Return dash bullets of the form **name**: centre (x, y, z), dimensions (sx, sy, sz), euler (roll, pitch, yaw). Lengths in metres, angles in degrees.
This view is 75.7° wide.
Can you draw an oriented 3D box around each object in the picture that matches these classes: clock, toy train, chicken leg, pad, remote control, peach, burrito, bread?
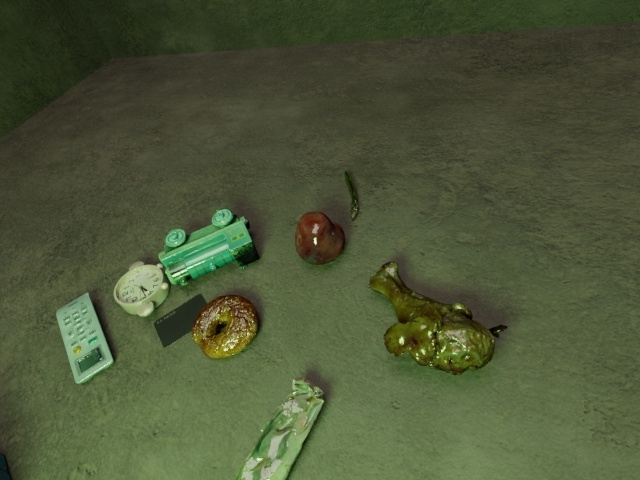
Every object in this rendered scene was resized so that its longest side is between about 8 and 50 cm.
- **clock**: centre (-0.538, 0.149, 1.253), dimensions (0.155, 0.063, 0.229), euler (-26, 48, -13)
- **toy train**: centre (-0.347, 0.028, 1.278), dimensions (0.297, 0.120, 0.194), euler (-25, 50, -8)
- **chicken leg**: centre (0.222, 0.188, 0.957), dimensions (0.211, 0.140, 0.361), euler (-19, 30, -33)
- **pad**: centre (-0.392, 0.225, 1.177), dimensions (0.157, 0.003, 0.112), euler (-33, 47, -16)
- **remote control**: centre (-0.675, 0.272, 1.180), dimensions (0.103, 0.051, 0.293), euler (-33, 51, -15)
- **peach**: centre (0.000, 0.000, 1.194), dimensions (0.151, 0.152, 0.152), euler (-8, 45, 8)
- **burrito**: centre (-0.090, 0.431, 0.850), dimensions (0.096, 0.066, 0.309), euler (17, 56, 26)
- **bread**: centre (-0.254, 0.224, 1.099), dimensions (0.193, 0.064, 0.193), euler (-9, 48, 10)

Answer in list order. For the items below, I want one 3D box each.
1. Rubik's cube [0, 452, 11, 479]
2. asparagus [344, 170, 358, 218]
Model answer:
- **Rubik's cube**: centre (-0.797, 0.555, 0.795), dimensions (0.253, 0.259, 0.256), euler (-39, 49, -24)
- **asparagus**: centre (0.106, -0.157, 1.388), dimensions (0.034, 0.027, 0.236), euler (-14, 45, 9)
